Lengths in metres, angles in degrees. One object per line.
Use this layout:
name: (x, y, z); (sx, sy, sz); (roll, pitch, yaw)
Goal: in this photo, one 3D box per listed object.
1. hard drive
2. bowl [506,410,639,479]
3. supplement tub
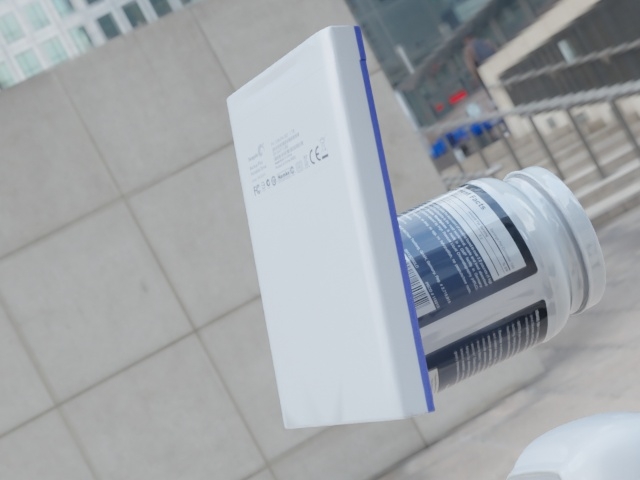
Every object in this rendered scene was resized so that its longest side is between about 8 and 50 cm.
hard drive: (0.000, 0.000, 0.980); (0.040, 0.318, 0.210); (-7, -7, -30)
bowl: (0.140, 0.162, 0.581); (0.053, 0.142, 0.142); (-3, -12, -10)
supplement tub: (0.141, 0.049, 1.189); (0.272, 0.191, 0.191); (-24, -2, -13)
